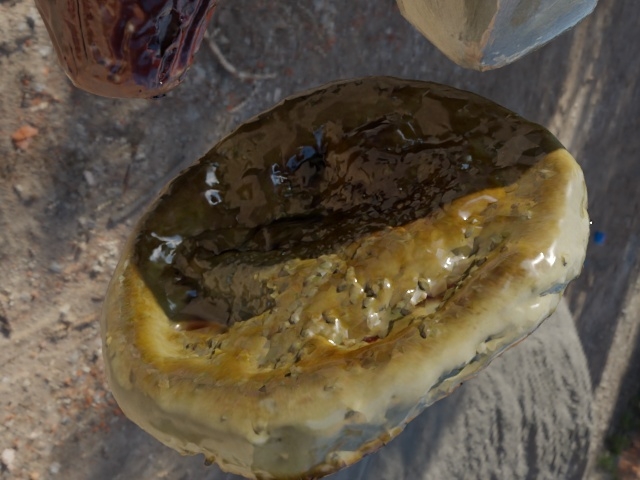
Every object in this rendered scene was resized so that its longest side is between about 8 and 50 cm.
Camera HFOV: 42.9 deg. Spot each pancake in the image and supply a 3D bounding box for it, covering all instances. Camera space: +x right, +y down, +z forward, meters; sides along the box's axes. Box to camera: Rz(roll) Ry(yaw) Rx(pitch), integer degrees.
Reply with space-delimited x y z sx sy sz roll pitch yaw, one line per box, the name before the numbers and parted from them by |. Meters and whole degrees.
pancake | 0.001 0.002 0.568 0.356 0.356 0.065 -56 138 -30

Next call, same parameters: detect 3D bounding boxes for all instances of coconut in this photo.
coconut | 0.194 -0.319 0.911 0.237 0.238 0.265 16 79 -63

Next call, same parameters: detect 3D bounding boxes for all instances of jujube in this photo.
jujube | -0.161 -0.269 0.702 0.197 0.197 0.290 -25 130 -56
